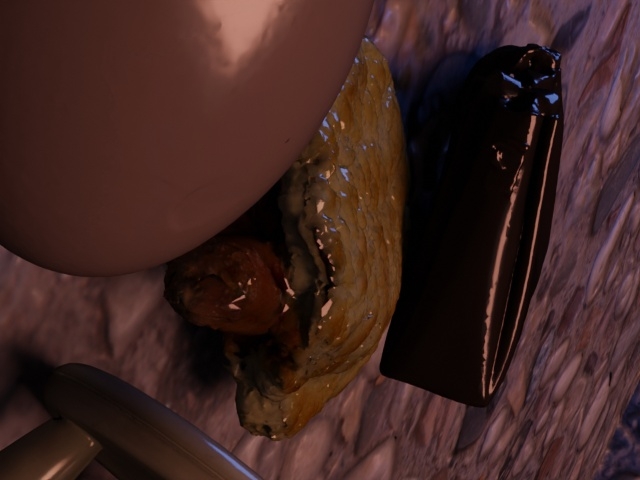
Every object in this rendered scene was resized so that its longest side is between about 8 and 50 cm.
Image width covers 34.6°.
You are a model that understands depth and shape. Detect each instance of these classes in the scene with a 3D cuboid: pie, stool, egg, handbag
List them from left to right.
[{"bbox_3d":[-0.112,0.196,0.518,0.199,0.195,0.195,-54,150,-20],"label":"stool"},{"bbox_3d":[-0.070,-0.096,0.393,0.176,0.176,0.232,-15,131,-57],"label":"egg"},{"bbox_3d":[0.004,-0.005,0.680,0.274,0.105,0.257,72,37,-54],"label":"pie"},{"bbox_3d":[0.141,-0.029,0.857,0.285,0.113,0.257,-47,152,-64],"label":"handbag"}]
